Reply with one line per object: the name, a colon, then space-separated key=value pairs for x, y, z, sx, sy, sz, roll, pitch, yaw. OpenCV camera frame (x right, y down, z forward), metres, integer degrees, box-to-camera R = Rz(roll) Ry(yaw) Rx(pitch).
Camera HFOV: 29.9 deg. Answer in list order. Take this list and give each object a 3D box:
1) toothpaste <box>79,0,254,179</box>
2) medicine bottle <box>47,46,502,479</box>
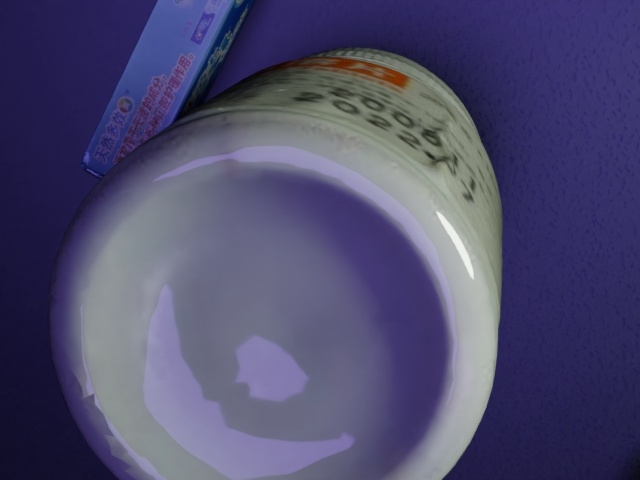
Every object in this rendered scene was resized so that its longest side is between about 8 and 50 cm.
toothpaste: x=-0.080 y=-0.160 z=0.828 sx=0.053 sy=0.066 sz=0.272 roll=30 pitch=107 yaw=0
medicine bottle: x=0.000 y=0.000 z=0.698 sx=0.211 sy=0.371 sz=0.211 roll=2 pitch=105 yaw=8
